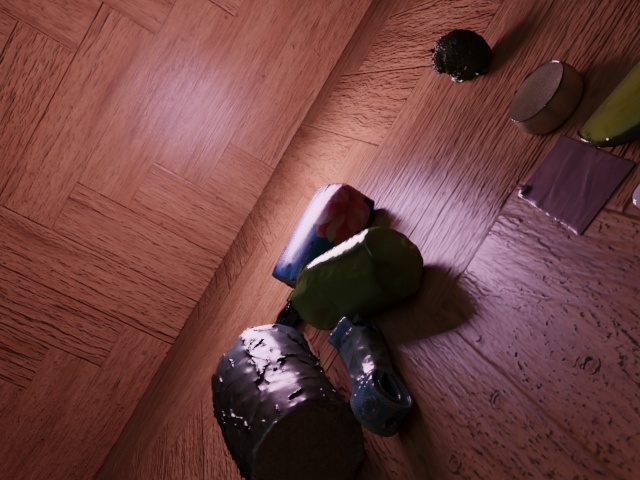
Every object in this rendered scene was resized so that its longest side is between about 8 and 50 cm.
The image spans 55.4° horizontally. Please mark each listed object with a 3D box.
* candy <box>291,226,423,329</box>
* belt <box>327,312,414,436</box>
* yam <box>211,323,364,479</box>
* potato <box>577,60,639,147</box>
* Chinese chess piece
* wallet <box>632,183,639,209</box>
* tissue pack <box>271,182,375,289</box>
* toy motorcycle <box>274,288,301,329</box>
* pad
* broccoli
[{"bbox_3d":[0.059,0.083,1.201,0.343,0.142,0.132,-36,43,56],"label":"candy"},{"bbox_3d":[0.078,0.211,1.022,0.072,0.087,0.302,-64,16,14],"label":"belt"},{"bbox_3d":[-0.064,0.305,1.073,0.241,0.241,0.348,-61,19,0],"label":"yam"},{"bbox_3d":[0.410,-0.174,0.751,0.198,0.054,0.119,-50,20,45],"label":"potato"},{"bbox_3d":[0.362,-0.228,0.979,0.122,0.051,0.122,-51,22,29],"label":"Chinese chess piece"},{"bbox_3d":[0.417,-0.102,0.647,0.190,0.033,0.095,-58,19,11],"label":"wallet"},{"bbox_3d":[0.000,0.000,1.500,0.270,0.137,0.209,-64,16,-8],"label":"tissue pack"},{"bbox_3d":[-0.093,0.214,1.566,0.173,0.058,0.100,-59,10,1],"label":"toy motorcycle"},{"bbox_3d":[0.350,-0.085,0.857,0.113,0.006,0.188,-56,18,14],"label":"pad"},{"bbox_3d":[0.304,-0.398,1.325,0.120,0.131,0.130,74,-164,-58],"label":"broccoli"}]
